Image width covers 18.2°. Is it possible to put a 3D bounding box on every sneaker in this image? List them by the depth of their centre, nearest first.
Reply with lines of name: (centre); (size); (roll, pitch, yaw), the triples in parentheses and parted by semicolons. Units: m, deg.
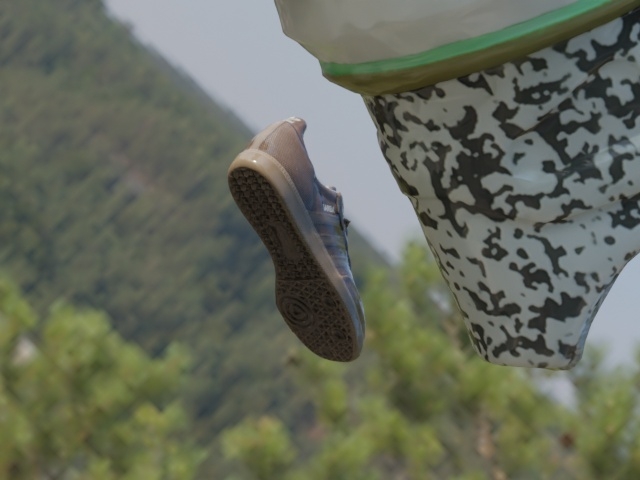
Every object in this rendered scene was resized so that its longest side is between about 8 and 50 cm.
sneaker: (0.177, -0.080, 0.637); (0.158, 0.410, 0.182); (20, -52, 67)
sneaker: (0.000, 0.000, 1.388); (0.066, 0.071, 0.188); (8, -46, 36)
